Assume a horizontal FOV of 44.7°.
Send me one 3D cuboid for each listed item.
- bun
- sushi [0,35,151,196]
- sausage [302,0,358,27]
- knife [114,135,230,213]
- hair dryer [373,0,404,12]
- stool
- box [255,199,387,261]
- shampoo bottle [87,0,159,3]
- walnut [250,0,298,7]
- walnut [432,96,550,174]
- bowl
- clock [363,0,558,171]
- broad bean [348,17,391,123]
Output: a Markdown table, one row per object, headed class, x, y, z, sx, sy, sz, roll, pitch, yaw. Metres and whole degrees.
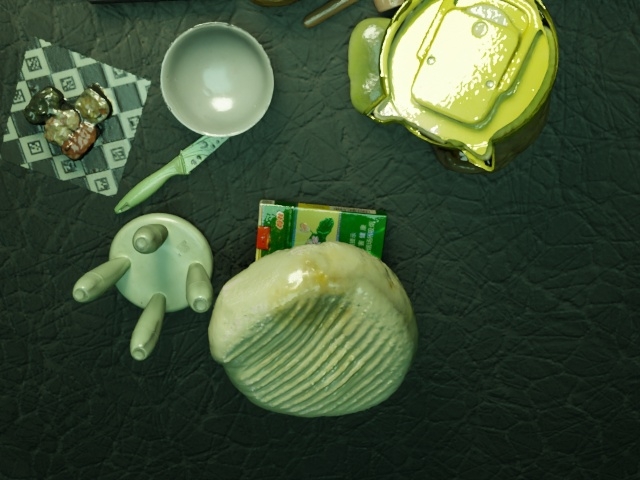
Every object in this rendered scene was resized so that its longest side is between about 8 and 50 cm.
| class | x | y | z | sx | sy | sz | roll | pitch | yaw |
| --- | --- | --- | --- | --- | --- | --- | --- | --- | --- |
| bun | -0.010 | 0.147 | 1.378 | 0.365 | 0.219 | 0.365 | -3 | 127 | -4 |
| sushi | -0.438 | -0.208 | 1.362 | 0.220 | 0.047 | 0.231 | 20 | 107 | -7 |
| sausage | 0.021 | -0.394 | 1.318 | 0.116 | 0.026 | 0.026 | -28 | 106 | 9 |
| knife | -0.256 | -0.132 | 1.404 | 0.293 | 0.020 | 0.043 | -37 | 103 | 10 |
| hair dryer | 0.153 | -0.445 | 1.247 | 0.182 | 0.064 | 0.117 | -7 | 111 | 38 |
| stool | -0.294 | 0.070 | 1.377 | 0.195 | 0.198 | 0.195 | -38 | 106 | 10 |
| box | 0.000 | 0.000 | 1.440 | 0.235 | 0.034 | 0.132 | 6 | 109 | -2 |
| shampoo bottle | -0.302 | -0.441 | 1.275 | 0.310 | 0.071 | 0.098 | -2 | 109 | 0 |
| walnut | -0.054 | -0.463 | 1.226 | 0.207 | 0.167 | 0.167 | -27 | 106 | 8 |
| walnut | 0.299 | -0.222 | 1.320 | 0.204 | 0.141 | 0.238 | -4 | 111 | -4 |
| bowl | -0.173 | -0.275 | 1.323 | 0.189 | 0.086 | 0.189 | -1 | 107 | -2 |
| clock | 0.230 | -0.276 | 1.233 | 0.277 | 0.071 | 0.293 | 33 | 99 | 15 |
| broad bean | 0.106 | -0.287 | 1.323 | 0.124 | 0.082 | 0.174 | 6 | 109 | 0 |
